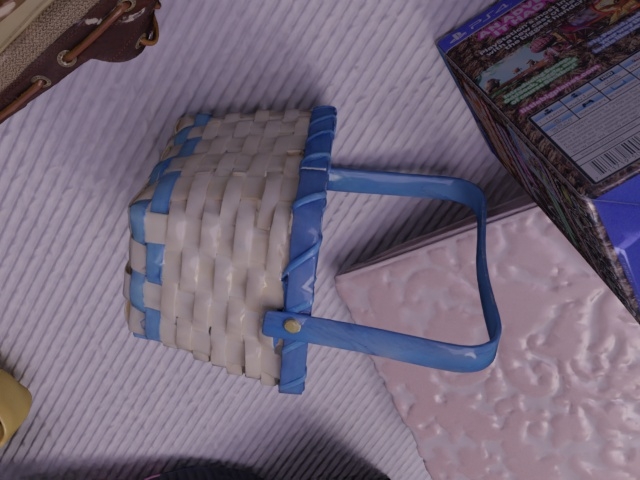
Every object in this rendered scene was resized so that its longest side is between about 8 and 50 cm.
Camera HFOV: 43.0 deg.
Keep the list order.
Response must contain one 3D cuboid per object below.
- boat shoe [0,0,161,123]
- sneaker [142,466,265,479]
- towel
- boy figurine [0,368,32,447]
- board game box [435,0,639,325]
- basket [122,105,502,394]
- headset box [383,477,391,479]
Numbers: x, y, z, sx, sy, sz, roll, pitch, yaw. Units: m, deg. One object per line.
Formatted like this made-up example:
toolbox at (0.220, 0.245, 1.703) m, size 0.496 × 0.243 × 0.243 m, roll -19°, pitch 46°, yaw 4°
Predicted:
boat shoe at (-0.179, -0.192, 0.607) m, size 0.342 × 0.123 × 0.123 m, roll -39°, pitch 152°, yaw 6°
sneaker at (-0.209, 0.333, 0.942) m, size 0.319 × 0.112 × 0.131 m, roll 0°, pitch 157°, yaw -23°
towel at (0.219, 0.119, 0.819) m, size 0.317 × 0.053 × 0.331 m, roll -20°, pitch 106°, yaw 21°
boy figurine at (-0.413, 0.123, 0.751) m, size 0.285 × 0.092 × 0.177 m, roll 31°, pitch 108°, yaw -25°
board game box at (0.261, -0.115, 0.638) m, size 0.232 × 0.291 × 0.141 m, roll -31°, pitch 124°, yaw 8°
basket at (0.000, 0.000, 0.681) m, size 0.289 × 0.254 × 0.201 m, roll 5°, pitch 121°, yaw 5°
headset box at (-0.035, 0.404, 0.942) m, size 0.293 × 0.110 × 0.218 m, roll -33°, pitch 163°, yaw 9°
